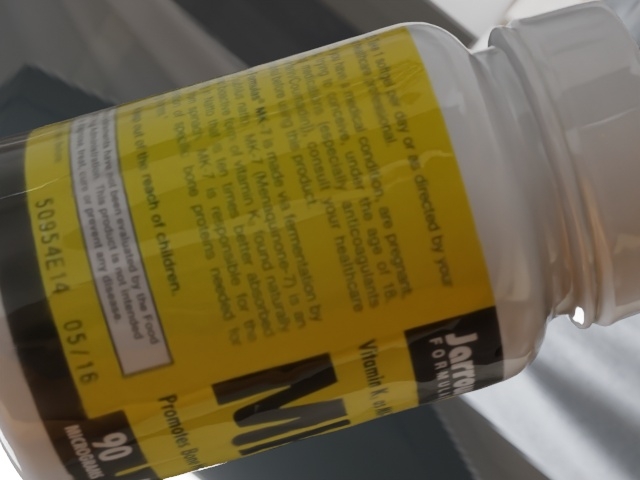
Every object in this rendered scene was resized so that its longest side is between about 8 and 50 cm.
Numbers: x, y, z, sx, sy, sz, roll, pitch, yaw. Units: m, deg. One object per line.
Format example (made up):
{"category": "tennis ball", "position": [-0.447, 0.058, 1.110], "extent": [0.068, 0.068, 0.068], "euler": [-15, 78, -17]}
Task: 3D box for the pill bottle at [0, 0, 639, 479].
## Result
{"category": "pill bottle", "position": [0.000, 0.000, 0.452], "extent": [0.209, 0.119, 0.119], "euler": [-16, 5, 0]}
